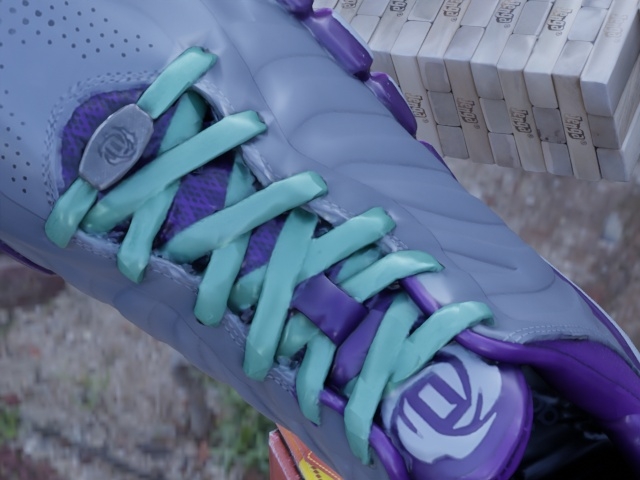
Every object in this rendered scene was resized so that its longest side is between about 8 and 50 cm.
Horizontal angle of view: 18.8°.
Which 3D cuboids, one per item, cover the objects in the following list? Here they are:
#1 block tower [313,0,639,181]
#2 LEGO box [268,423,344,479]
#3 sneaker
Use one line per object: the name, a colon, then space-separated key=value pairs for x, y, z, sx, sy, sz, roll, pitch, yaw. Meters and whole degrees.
block tower: x=0.052 y=-0.115 z=1.193 sx=0.335 sy=0.091 sz=0.097 roll=8 pitch=52 yaw=25
LEGO box: x=0.125 y=0.329 z=0.838 sx=0.193 sy=0.372 sz=0.500 roll=-6 pitch=21 yaw=-13
sneaker: x=0.000 y=0.000 z=0.379 sx=0.224 sy=0.098 sz=0.083 roll=35 pitch=93 yaw=-21
